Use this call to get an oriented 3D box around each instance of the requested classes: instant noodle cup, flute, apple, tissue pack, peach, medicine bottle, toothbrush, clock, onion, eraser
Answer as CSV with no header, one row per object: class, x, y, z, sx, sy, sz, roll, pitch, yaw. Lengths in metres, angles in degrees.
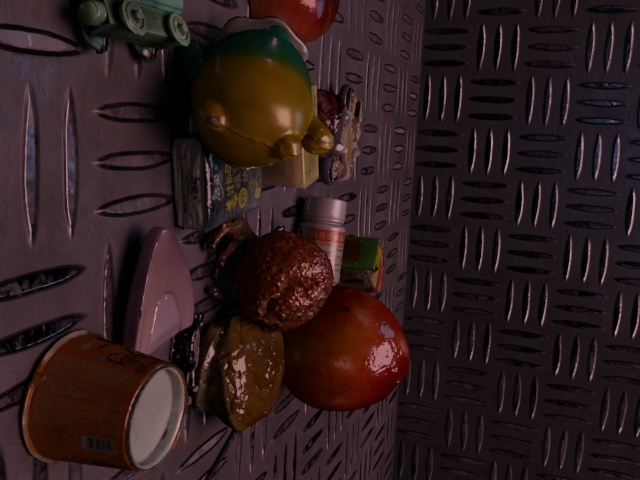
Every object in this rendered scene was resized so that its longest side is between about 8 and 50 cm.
instant noodle cup,-0.323,0.259,1.009,0.216,0.173,0.215,8,90,-71
flute,-0.221,0.492,1.607,0.269,0.014,0.014,-59,149,-51
apple,-0.041,-0.611,1.558,0.293,0.163,0.251,-52,144,-59
tissue pack,-0.207,-0.136,1.353,0.257,0.081,0.185,-36,128,-65
tissue pack,-0.093,-0.253,1.521,0.125,0.159,0.234,-46,138,-60
peach,0.067,0.309,1.831,0.388,0.389,0.387,6,90,-71
medicine bottle,0.000,0.000,1.893,0.144,0.145,0.251,17,78,-70
toothbrush,-0.199,0.150,1.539,0.297,0.030,0.030,45,45,-66
clock,0.097,0.089,2.074,0.255,0.220,0.106,63,36,-59
onion,-0.034,-0.310,1.733,0.218,0.140,0.195,-153,-107,-73
eraser,-0.303,0.089,1.183,0.204,0.059,0.243,-38,134,-63

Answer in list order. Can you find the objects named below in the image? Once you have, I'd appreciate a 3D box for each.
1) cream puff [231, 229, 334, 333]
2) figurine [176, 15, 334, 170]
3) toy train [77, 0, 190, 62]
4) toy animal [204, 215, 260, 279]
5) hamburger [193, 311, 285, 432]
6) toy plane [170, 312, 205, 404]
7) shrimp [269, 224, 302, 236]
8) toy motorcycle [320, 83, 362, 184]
cream puff,-0.081,0.100,1.462,0.164,0.240,0.239,-133,-150,-52
figurine,-0.124,-0.285,1.235,0.231,0.324,0.340,-56,-156,36
toy train,-0.299,-0.378,1.025,0.248,0.101,0.159,-23,101,-69
toy animal,-0.189,0.000,1.493,0.275,0.054,0.149,-34,131,-66
hamburger,-0.177,0.302,1.495,0.285,0.135,0.265,-21,118,-71
toy plane,-0.273,0.250,1.334,0.078,0.054,0.196,26,67,-79
shrimp,-0.094,0.051,1.682,0.364,0.071,0.233,92,18,-51
toy motorcycle,0.072,-0.316,2.049,0.223,0.108,0.340,44,57,-66
